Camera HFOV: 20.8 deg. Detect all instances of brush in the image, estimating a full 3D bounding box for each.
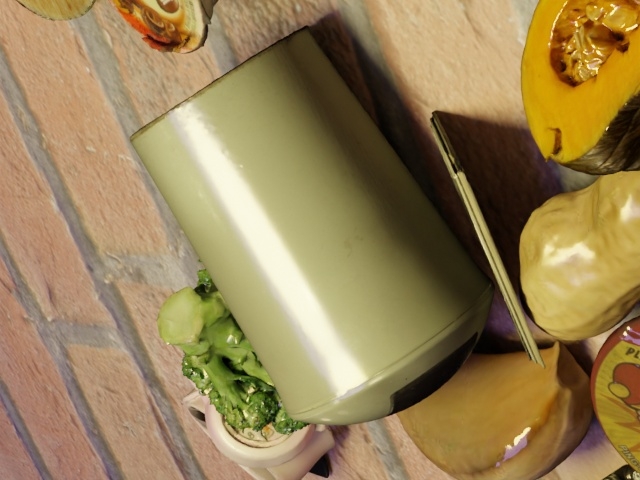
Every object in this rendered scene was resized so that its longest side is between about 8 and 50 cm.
[{"bbox_3d":[-0.062,0.303,2.569,0.193,0.016,0.063,13,131,40],"label":"brush"}]

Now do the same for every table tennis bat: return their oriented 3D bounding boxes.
[{"bbox_3d":[0.418,0.148,1.835,0.268,0.051,0.414,20,140,20],"label":"table tennis bat"}]

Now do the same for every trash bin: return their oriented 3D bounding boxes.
[{"bbox_3d":[0.000,0.000,1.982,0.432,0.280,0.280,57,145,-5],"label":"trash bin"}]

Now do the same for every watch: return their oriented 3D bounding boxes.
[{"bbox_3d":[-0.088,0.218,2.414,0.244,0.196,0.231,41,166,13],"label":"watch"}]

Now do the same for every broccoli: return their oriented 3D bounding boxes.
[{"bbox_3d":[-0.090,0.111,2.195,0.270,0.270,0.270,-10,74,40],"label":"broccoli"}]

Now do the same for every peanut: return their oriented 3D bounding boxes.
[{"bbox_3d":[0.288,0.003,1.781,0.147,0.147,0.319,45,149,7],"label":"peanut"}]

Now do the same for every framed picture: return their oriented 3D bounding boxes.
[{"bbox_3d":[0.179,-0.001,1.899,0.197,0.014,0.252,-103,-11,-67],"label":"framed picture"}]

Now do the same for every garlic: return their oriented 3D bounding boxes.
[{"bbox_3d":[0.190,0.185,2.106,0.338,0.151,0.196,14,106,50],"label":"garlic"}]

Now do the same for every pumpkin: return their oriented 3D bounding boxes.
[{"bbox_3d":[0.304,-0.167,1.533,0.317,0.139,0.221,-46,48,53],"label":"pumpkin"}]

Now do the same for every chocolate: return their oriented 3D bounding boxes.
[{"bbox_3d":[-0.160,-0.322,1.958,0.221,0.147,0.221,33,146,26],"label":"chocolate"}]

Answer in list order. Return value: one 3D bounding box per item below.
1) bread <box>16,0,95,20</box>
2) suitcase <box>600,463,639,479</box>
[{"bbox_3d":[-0.366,-0.398,2.208,0.267,0.040,0.267,30,141,27],"label":"bread"},{"bbox_3d":[0.303,0.392,2.090,0.128,0.202,0.312,52,148,14],"label":"suitcase"}]
